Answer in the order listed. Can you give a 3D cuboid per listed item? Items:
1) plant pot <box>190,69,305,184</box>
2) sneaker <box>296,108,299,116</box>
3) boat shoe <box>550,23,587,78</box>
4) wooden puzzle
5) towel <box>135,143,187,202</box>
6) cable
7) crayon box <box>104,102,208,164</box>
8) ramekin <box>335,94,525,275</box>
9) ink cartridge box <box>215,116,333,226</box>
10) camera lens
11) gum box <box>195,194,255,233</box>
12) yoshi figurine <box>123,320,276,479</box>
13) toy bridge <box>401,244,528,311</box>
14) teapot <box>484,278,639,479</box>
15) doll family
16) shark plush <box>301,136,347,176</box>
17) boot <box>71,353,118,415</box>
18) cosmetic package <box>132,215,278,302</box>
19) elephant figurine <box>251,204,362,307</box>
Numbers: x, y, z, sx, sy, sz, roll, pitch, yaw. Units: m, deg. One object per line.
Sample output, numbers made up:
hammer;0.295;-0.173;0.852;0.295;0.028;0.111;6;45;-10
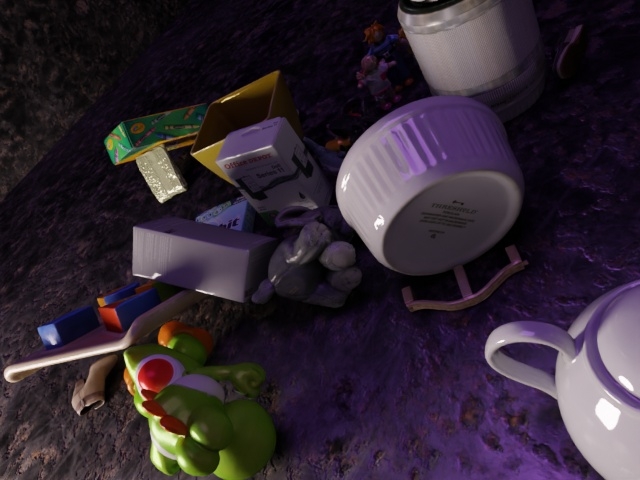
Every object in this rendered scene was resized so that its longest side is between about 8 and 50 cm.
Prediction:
plant pot;-0.149;-0.237;1.241;0.212;0.187;0.212;-18;42;23
sneaker;-0.155;-0.316;1.413;0.211;0.081;0.080;-15;41;24
boat shoe;0.463;-0.352;0.984;0.049;0.056;0.152;2;43;46
wooden puzzle;-0.385;0.138;1.011;0.347;0.081;0.322;-21;7;24
towel;-0.453;-0.189;1.480;0.110;0.148;0.027;-25;10;18
cable;0.096;-0.238;1.108;0.140;0.072;0.287;-55;30;-6
crayon box;-0.468;-0.314;1.528;0.278;0.081;0.165;-27;8;-38
ramekin;0.167;-0.063;0.764;0.272;0.273;0.127;-29;50;12
ink cartridge box;-0.091;-0.135;1.073;0.152;0.208;0.087;-10;46;32
camera lens;0.284;-0.376;0.965;0.219;0.274;0.220;-21;41;20
gum box;-0.229;-0.012;1.195;0.156;0.041;0.185;-21;42;22
yoshi figurine;-0.185;0.263;0.819;0.202;0.204;0.362;-9;13;-25
toy bridge;0.215;0.067;0.773;0.188;0.026;0.063;-24;42;17
teapot;0.335;0.122;0.492;0.256;0.187;0.252;-38;37;1
doll family;0.182;-0.440;1.201;0.262;0.163;0.118;-34;38;5
shark plush;0.038;-0.175;1.072;0.067;0.161;0.073;-46;11;48
boot;-0.458;0.299;1.068;0.118;0.042;0.087;-42;44;-3
cosmetic package;-0.210;0.029;0.956;0.237;0.107;0.127;8;13;16
elephant figurine;0.000;0.000;0.938;0.240;0.185;0.170;-85;14;-56
